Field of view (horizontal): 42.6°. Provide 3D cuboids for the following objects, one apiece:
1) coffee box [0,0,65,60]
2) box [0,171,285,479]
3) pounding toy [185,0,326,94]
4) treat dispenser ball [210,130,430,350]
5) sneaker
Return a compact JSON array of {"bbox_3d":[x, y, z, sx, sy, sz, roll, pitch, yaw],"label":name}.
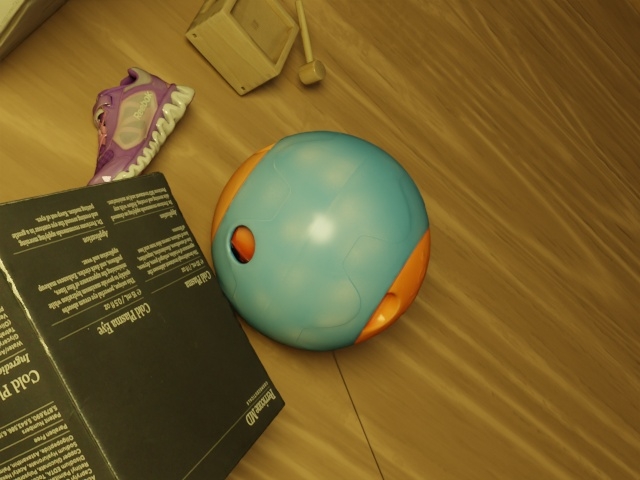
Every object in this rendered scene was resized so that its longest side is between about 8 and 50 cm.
[{"bbox_3d":[-0.378,-0.439,0.901,0.334,0.338,0.337,43,49,-18],"label":"coffee box"},{"bbox_3d":[-0.225,0.121,0.815,0.312,0.179,0.343,61,18,-1],"label":"box"},{"bbox_3d":[-0.088,-0.309,1.278,0.206,0.094,0.181,46,43,-29],"label":"pounding toy"},{"bbox_3d":[0.000,0.000,1.078,0.288,0.288,0.288,18,61,-35],"label":"treat dispenser ball"},{"bbox_3d":[-0.255,-0.140,1.060,0.104,0.095,0.236,36,47,-16],"label":"sneaker"}]
